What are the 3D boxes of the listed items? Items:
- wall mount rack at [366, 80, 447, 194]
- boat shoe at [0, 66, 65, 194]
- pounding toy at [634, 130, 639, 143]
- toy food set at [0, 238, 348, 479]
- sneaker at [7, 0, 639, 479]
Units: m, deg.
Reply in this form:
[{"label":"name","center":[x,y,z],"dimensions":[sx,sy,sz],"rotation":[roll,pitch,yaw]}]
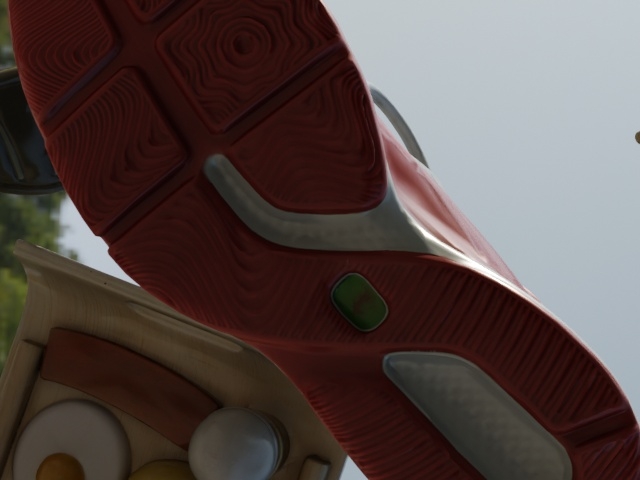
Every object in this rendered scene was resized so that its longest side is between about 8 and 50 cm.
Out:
[{"label":"wall mount rack","center":[0.080,0.049,1.328],"dimensions":[0.130,0.304,0.350],"rotation":[-31,-122,18]},{"label":"boat shoe","center":[-0.293,-0.093,1.296],"dimensions":[0.104,0.307,0.110],"rotation":[-124,-155,-63]},{"label":"pounding toy","center":[0.396,-0.128,1.486],"dimensions":[0.269,0.155,0.154],"rotation":[68,45,-68]},{"label":"toy food set","center":[-0.125,0.179,0.892],"dimensions":[0.092,0.220,0.306],"rotation":[19,91,-77]},{"label":"sneaker","center":[0.000,0.000,0.453],"dimensions":[0.221,0.087,0.128],"rotation":[54,2,7]}]
